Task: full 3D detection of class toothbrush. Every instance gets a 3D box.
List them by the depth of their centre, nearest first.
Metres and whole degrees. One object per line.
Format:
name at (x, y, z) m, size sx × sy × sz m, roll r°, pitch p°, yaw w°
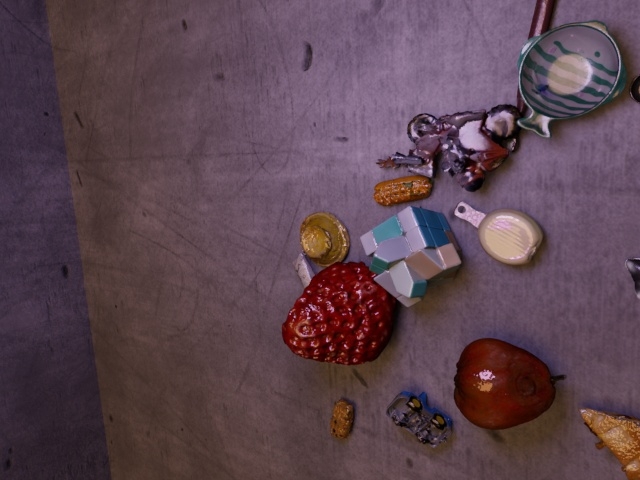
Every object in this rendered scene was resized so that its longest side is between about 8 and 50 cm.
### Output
toothbrush at (0.488, -0.390, 1.080) m, size 0.041 × 0.041 × 0.363 m, roll 17°, pitch 110°, yaw 31°

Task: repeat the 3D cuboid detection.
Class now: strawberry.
strawberry at (0.049, 0.227, 1.315) m, size 0.295 × 0.345 × 0.317 m, roll 52°, pitch 122°, yaw 17°

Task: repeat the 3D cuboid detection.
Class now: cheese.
cheese at (0.441, -0.030, 1.167) m, size 0.227 × 0.064 × 0.137 m, roll 34°, pitch 113°, yaw 23°

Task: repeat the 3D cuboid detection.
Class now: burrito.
burrito at (-0.036, 0.135, 1.531) m, size 0.064 × 0.064 × 0.203 m, roll -34°, pitch 78°, yaw 34°

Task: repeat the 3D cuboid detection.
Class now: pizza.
pizza at (0.705, 0.452, 1.081) m, size 0.194 × 0.069 × 0.154 m, roll 33°, pitch 116°, yaw 32°

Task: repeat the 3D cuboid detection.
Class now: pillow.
pillow at (0.742, 0.069, 0.988) m, size 0.136 × 0.055 × 0.091 m, roll -22°, pitch 106°, yaw 38°

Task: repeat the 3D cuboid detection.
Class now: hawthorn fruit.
hawthorn fruit at (0.464, 0.355, 1.143) m, size 0.261 × 0.224 × 0.223 m, roll -5°, pitch 97°, yaw 22°

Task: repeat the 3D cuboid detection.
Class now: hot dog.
hot dog at (0.224, -0.141, 1.299) m, size 0.188 × 0.055 × 0.072 m, roll -9°, pitch 95°, yaw 34°

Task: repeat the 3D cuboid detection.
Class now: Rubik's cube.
Rubik's cube at (0.248, 0.043, 1.202) m, size 0.224 × 0.265 × 0.212 m, roll -34°, pitch 64°, yaw 37°

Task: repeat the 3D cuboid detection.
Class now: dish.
dish at (0.538, -0.353, 1.021) m, size 0.224 × 0.078 × 0.246 m, roll 33°, pitch 114°, yaw 16°

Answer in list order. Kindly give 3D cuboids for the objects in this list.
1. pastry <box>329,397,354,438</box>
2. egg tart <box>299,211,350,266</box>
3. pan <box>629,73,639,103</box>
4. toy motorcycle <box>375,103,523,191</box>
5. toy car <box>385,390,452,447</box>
pastry at (0.073, 0.605, 1.549) m, size 0.080 × 0.056 × 0.140 m, roll 17°, pitch 111°, yaw 43°
egg tart at (0.000, 0.000, 1.472) m, size 0.191 × 0.074 × 0.191 m, roll 9°, pitch 105°, yaw 35°
pan at (0.702, -0.333, 0.952) m, size 0.115 × 0.023 × 0.068 m, roll -44°, pitch 73°, yaw 35°
toy motorcycle at (0.302, -0.227, 1.185) m, size 0.401 × 0.134 × 0.207 m, roll 4°, pitch 95°, yaw 33°
toy car at (0.295, 0.514, 1.362) m, size 0.191 × 0.100 × 0.097 m, roll 35°, pitch 118°, yaw 2°
